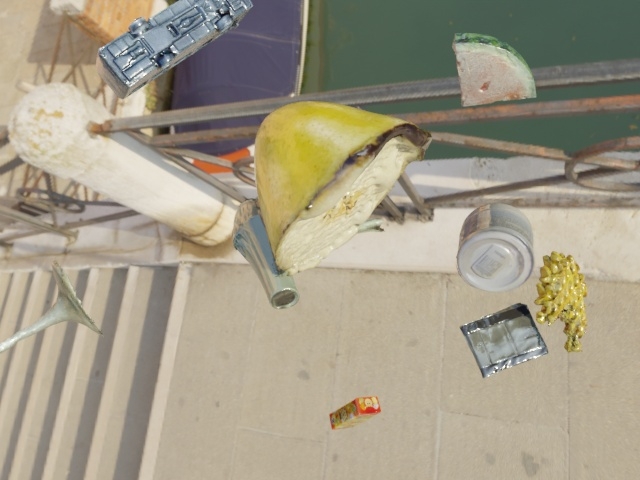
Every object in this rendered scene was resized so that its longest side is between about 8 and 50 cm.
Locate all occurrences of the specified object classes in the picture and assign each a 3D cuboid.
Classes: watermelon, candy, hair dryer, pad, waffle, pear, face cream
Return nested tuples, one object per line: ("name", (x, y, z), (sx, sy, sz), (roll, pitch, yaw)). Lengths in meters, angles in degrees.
("watermelon", (0.414, -0.428, 1.270), (0.256, 0.260, 0.176), (35, 123, -11))
("candy", (0.076, 0.389, 1.122), (0.122, 0.062, 0.038), (-48, 45, 44))
("hair dryer", (-0.012, 0.021, 0.790), (0.267, 0.092, 0.229), (5, 37, -5))
("pad", (0.566, 0.305, 1.538), (0.233, 0.022, 0.174), (-19, 73, -10))
("waffle", (0.711, 0.166, 1.441), (0.069, 0.293, 0.259), (-4, 60, 45))
("pear", (-0.011, -0.094, 0.655), (0.267, 0.267, 0.178), (-45, 78, 5))
("face cream", (0.423, 0.018, 1.208), (0.177, 0.153, 0.177), (10, 120, 17))

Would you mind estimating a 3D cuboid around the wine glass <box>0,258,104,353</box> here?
("wine glass", (-0.281, 0.112, 0.332), (0.262, 0.074, 0.074), (-36, 59, -26))

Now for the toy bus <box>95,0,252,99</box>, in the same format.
("toy bus", (-0.145, -0.206, 0.502), (0.166, 0.047, 0.065), (-45, 17, -25))
